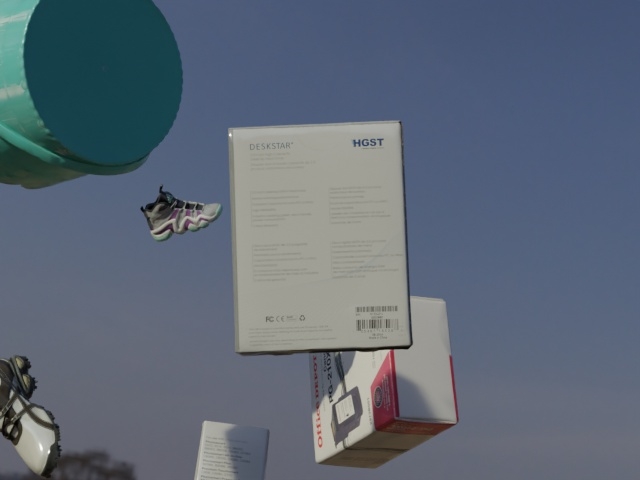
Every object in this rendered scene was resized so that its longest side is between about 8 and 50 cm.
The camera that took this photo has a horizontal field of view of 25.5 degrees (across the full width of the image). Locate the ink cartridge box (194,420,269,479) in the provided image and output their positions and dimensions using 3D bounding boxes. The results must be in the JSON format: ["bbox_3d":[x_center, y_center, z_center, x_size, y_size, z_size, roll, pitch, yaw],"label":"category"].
[{"bbox_3d":[-0.114,0.338,1.679,0.086,0.203,0.148,8,-37,-2],"label":"ink cartridge box"}]

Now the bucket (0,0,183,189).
[{"bbox_3d":[-0.321,-0.202,1.783,0.281,0.281,0.183,24,-19,-39],"label":"bucket"}]

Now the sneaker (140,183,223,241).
[{"bbox_3d":[-0.174,-0.043,1.732,0.098,0.038,0.069,-21,-64,12],"label":"sneaker"}]

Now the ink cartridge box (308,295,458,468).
[{"bbox_3d":[0.078,0.193,1.892,0.100,0.172,0.237,7,-25,-24],"label":"ink cartridge box"}]

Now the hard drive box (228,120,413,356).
[{"bbox_3d":[0.000,0.000,1.459,0.181,0.232,0.089,-2,-7,1],"label":"hard drive box"}]

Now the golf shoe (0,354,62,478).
[{"bbox_3d":[-0.403,0.233,1.834,0.094,0.077,0.198,5,35,-40],"label":"golf shoe"}]
